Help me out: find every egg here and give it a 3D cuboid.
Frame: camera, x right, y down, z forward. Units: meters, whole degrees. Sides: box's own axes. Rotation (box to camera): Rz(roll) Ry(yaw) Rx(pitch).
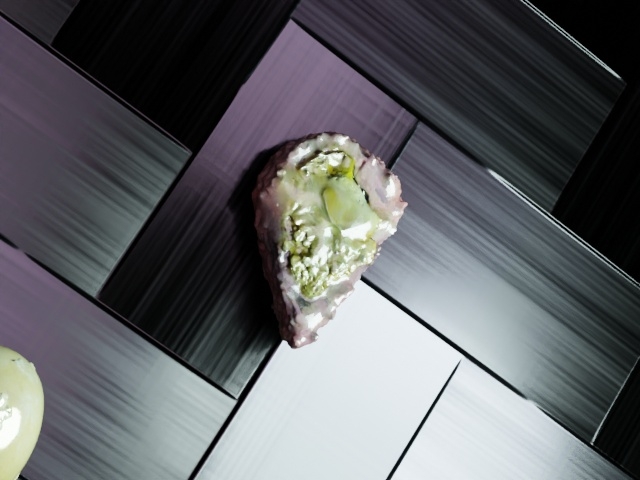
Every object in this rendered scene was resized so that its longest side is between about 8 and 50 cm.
[{"bbox_3d":[-0.369,0.194,1.645,0.164,0.164,0.201,46,69,-11],"label":"egg"}]

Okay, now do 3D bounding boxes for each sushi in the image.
[{"bbox_3d":[-0.014,-0.014,1.810,0.161,0.107,0.241,39,76,-10],"label":"sushi"}]
